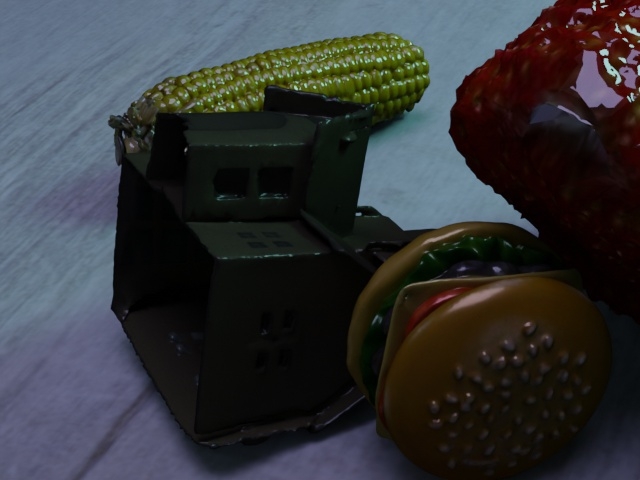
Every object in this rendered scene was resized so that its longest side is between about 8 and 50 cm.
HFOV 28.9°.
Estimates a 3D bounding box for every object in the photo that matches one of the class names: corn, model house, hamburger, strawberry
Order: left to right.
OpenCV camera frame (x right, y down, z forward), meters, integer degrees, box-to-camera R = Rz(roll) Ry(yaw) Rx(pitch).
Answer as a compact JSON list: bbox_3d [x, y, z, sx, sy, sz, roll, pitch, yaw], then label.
[{"bbox_3d":[-0.042,-0.125,1.159,0.317,0.115,0.115,-21,33,-22],"label":"corn"},{"bbox_3d":[0.000,0.000,0.879,0.243,0.204,0.211,-3,26,-27],"label":"model house"},{"bbox_3d":[0.095,0.068,0.759,0.162,0.162,0.115,-14,33,-10],"label":"hamburger"},{"bbox_3d":[0.241,-0.063,0.796,0.312,0.267,0.351,36,20,33],"label":"strawberry"}]
